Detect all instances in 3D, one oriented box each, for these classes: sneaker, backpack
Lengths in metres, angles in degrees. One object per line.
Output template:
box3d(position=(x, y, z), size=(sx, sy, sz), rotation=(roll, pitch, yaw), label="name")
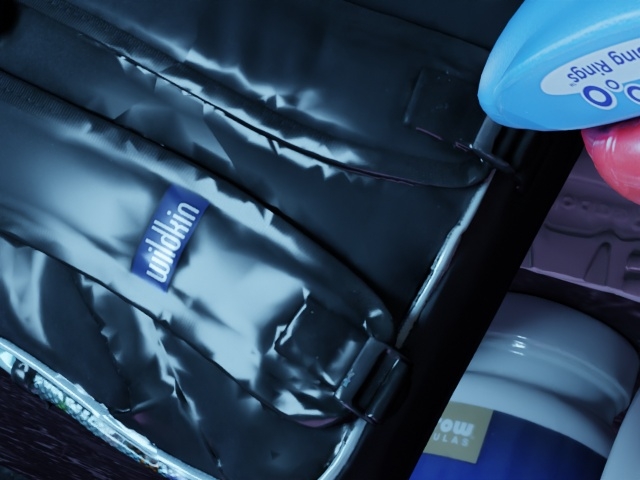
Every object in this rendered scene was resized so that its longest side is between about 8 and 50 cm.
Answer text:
box3d(position=(0.090, -0.024, 0.667), size=(0.235, 0.090, 0.095), rotation=(23, -176, 16), label="sneaker")
box3d(position=(-0.042, -0.033, 0.562), size=(0.253, 0.225, 0.191), rotation=(26, 177, 17), label="backpack")

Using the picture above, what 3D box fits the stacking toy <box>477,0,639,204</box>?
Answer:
box3d(position=(0.199, 0.008, 0.386), size=(0.302, 0.166, 0.175), rotation=(51, 153, -16), label="stacking toy")

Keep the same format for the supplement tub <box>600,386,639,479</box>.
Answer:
box3d(position=(0.318, 0.169, 0.683), size=(0.331, 0.241, 0.241), rotation=(23, 160, -4), label="supplement tub")

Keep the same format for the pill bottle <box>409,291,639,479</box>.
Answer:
box3d(position=(0.104, 0.175, 0.885), size=(0.153, 0.264, 0.153), rotation=(18, 159, 7), label="pill bottle")
